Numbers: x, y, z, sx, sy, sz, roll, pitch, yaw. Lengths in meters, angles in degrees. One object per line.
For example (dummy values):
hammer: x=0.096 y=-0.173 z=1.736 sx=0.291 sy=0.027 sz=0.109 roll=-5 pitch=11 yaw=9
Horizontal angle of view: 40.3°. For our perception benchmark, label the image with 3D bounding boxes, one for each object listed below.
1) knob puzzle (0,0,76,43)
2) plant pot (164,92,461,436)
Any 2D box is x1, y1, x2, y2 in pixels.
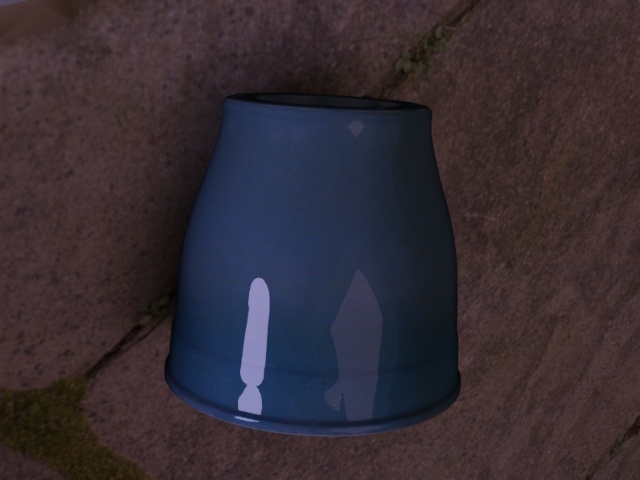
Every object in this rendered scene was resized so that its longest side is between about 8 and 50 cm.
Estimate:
knob puzzle: x=-0.277 y=-0.208 z=0.584 sx=0.213 sy=0.030 sz=0.213 roll=-19 pitch=128 yaw=-27
plant pot: x=0.000 y=0.000 z=0.779 sx=0.272 sy=0.272 sz=0.255 roll=-6 pitch=106 yaw=-34
